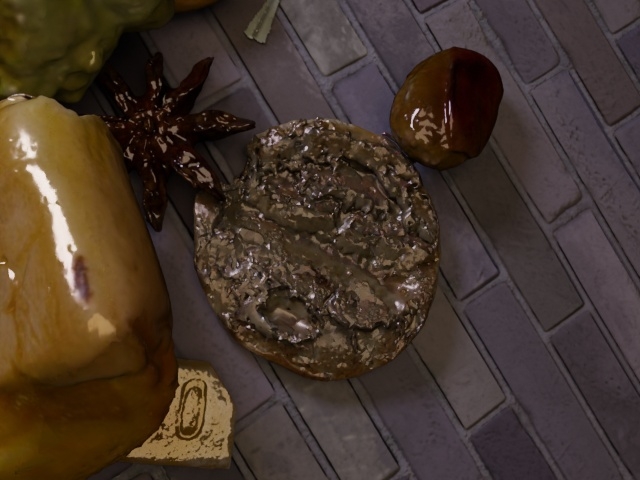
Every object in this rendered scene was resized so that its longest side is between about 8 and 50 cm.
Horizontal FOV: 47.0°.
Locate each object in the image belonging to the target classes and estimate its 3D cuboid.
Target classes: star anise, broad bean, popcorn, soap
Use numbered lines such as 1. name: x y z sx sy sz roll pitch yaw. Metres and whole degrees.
1. star anise: -0.229 -0.156 1.009 0.288 0.088 0.288 2 75 -6
2. broad bean: 0.188 -0.194 1.097 0.156 0.122 0.228 43 59 -15
3. popcorn: -0.343 -0.320 0.880 0.312 0.312 0.312 2 82 -14
4. soap: -0.229 0.222 0.975 0.232 0.073 0.140 9 80 -13

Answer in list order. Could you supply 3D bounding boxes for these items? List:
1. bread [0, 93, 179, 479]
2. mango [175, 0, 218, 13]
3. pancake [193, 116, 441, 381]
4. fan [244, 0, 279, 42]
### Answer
1. bread: -0.338 0.088 0.828 0.361 0.250 0.394 -28 66 4
2. mango: -0.247 -0.411 1.030 0.316 0.119 0.177 6 92 -3
3. pancake: 0.000 0.000 1.063 0.382 0.071 0.382 2 82 -11
4. fan: -0.022 -0.488 1.149 0.233 0.012 0.415 21 78 -10
